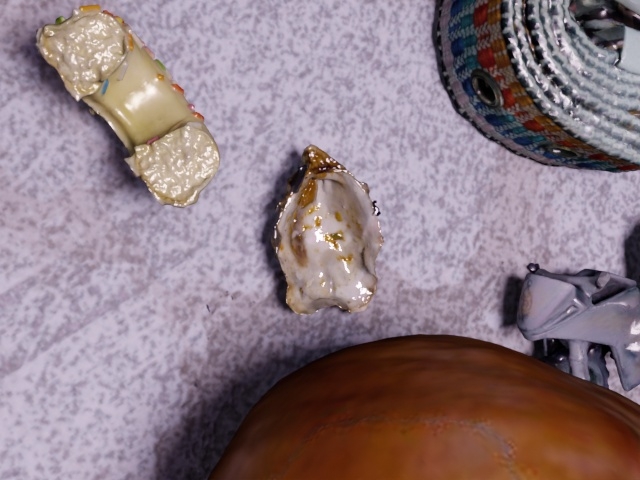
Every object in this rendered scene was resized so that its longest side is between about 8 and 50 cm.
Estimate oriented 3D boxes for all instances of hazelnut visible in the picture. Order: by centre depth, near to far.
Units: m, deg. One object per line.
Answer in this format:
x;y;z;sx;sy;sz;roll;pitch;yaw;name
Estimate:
0.093;0.225;0.605;0.365;0.366;0.366;1;88;-21;hazelnut

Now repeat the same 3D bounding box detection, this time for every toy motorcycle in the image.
0.288;0.054;0.812;0.270;0.106;0.159;-39;107;-14;toy motorcycle

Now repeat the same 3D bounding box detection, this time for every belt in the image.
0.262;-0.168;0.777;0.295;0.160;0.207;30;78;-17;belt

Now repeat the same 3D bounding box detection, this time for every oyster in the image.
0.003;-0.009;0.732;0.103;0.051;0.148;-2;104;-24;oyster

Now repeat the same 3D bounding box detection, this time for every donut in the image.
-0.138;-0.104;0.649;0.065;0.108;0.166;-38;100;4;donut
